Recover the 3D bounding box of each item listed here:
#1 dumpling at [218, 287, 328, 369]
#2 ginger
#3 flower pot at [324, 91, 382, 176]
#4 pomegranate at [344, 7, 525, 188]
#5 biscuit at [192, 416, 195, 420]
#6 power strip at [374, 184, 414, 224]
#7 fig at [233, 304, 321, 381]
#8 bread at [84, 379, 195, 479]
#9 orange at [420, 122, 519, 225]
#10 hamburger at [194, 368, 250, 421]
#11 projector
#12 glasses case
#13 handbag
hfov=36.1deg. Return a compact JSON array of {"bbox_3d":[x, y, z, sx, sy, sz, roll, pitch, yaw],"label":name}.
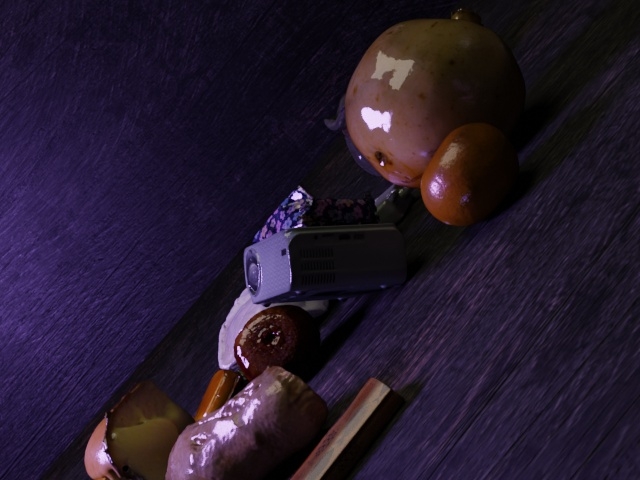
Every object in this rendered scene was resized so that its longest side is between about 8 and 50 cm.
[{"bbox_3d":[-0.106,0.148,1.832,0.216,0.126,0.166,-52,43,11],"label":"dumpling"},{"bbox_3d":[-0.112,0.282,1.373,0.354,0.126,0.190,-44,4,35],"label":"ginger"},{"bbox_3d":[0.174,-0.301,2.233,0.302,0.213,0.302,-48,8,9],"label":"flower pot"},{"bbox_3d":[0.194,-0.241,1.644,0.319,0.319,0.319,-47,9,10],"label":"pomegranate"},{"bbox_3d":[-0.340,0.467,1.978,0.160,0.030,0.250,-40,12,42],"label":"biscuit"},{"bbox_3d":[0.102,-0.036,1.951,0.288,0.053,0.093,-40,11,40],"label":"power strip"},{"bbox_3d":[-0.065,0.188,1.661,0.146,0.134,0.201,-19,-15,-1],"label":"fig"},{"bbox_3d":[-0.307,0.371,1.689,0.162,0.204,0.262,-42,7,17],"label":"bread"},{"bbox_3d":[0.217,-0.093,1.422,0.156,0.124,0.156,-59,-5,-8],"label":"orange"},{"bbox_3d":[-0.155,0.287,1.665,0.137,0.087,0.166,-65,9,-11],"label":"hamburger"},{"bbox_3d":[0.000,0.044,1.605,0.250,0.198,0.108,159,107,-68],"label":"projector"},{"bbox_3d":[0.026,0.240,1.164,0.170,0.041,0.064,-49,9,-13],"label":"glasses case"},{"bbox_3d":[0.000,0.000,1.828,0.229,0.208,0.127,-49,41,44],"label":"handbag"}]
